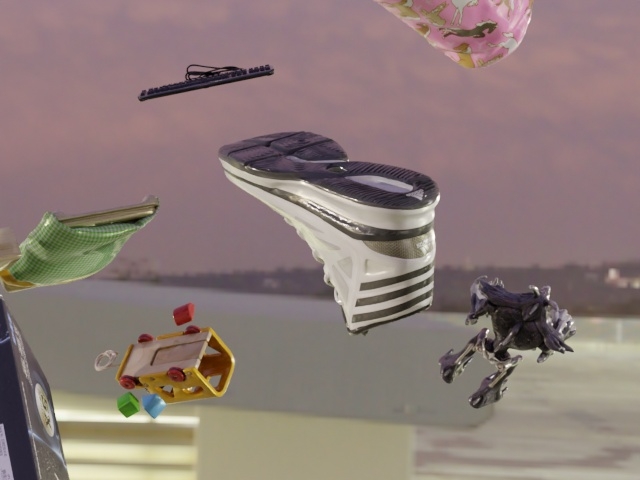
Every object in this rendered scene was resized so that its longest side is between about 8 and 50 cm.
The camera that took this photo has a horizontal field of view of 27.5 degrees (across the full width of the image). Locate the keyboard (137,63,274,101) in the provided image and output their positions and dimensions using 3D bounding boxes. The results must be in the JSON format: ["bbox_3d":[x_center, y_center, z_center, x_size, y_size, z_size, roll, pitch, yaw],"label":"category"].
[{"bbox_3d":[-0.161,-0.230,1.822,0.192,0.038,0.100,-11,8,-2],"label":"keyboard"}]

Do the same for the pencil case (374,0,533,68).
[{"bbox_3d":[0.153,-0.386,1.905,0.167,0.160,0.386,11,-9,45],"label":"pencil case"}]

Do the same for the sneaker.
[{"bbox_3d":[-0.001,0.000,1.915,0.169,0.257,0.447,-18,27,-32],"label":"sneaker"}]

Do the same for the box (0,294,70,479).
[{"bbox_3d":[-0.254,0.160,1.031,0.078,0.180,0.147,-17,-35,-6],"label":"box"}]

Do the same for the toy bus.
[{"bbox_3d":[-0.239,0.213,2.100,0.104,0.191,0.202,54,-6,-34],"label":"toy bus"}]

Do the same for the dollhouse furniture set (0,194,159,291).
[{"bbox_3d":[-0.337,0.066,1.569,0.301,0.151,0.197,-13,-11,-40],"label":"dollhouse furniture set"}]

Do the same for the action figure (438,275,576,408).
[{"bbox_3d":[0.272,0.124,1.870,0.164,0.141,0.275,35,-40,2],"label":"action figure"}]
